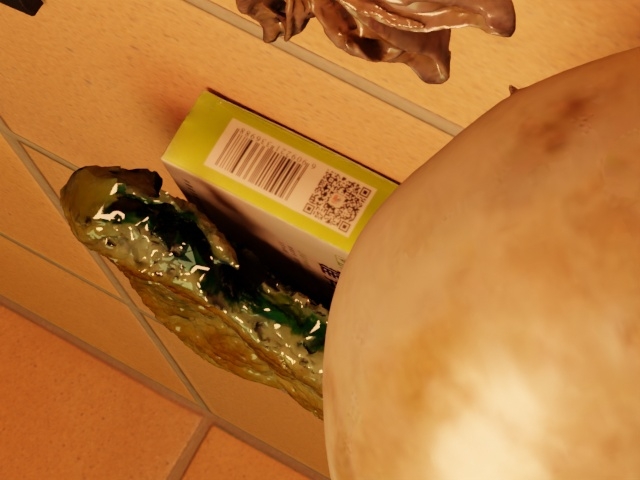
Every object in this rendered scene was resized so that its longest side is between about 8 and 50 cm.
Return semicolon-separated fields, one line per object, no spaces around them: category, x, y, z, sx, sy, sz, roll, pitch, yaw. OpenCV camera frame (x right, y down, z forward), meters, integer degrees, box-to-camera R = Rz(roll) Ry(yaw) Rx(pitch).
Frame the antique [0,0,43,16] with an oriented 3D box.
antique;-0.271;-0.196;1.370;0.192;0.015;0.031;25;168;28

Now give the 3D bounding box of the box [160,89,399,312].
box;0.000;-0.001;1.404;0.175;0.062;0.260;27;167;16

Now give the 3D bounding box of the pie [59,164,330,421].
pie;-0.023;0.065;1.400;0.371;0.078;0.296;32;168;-1

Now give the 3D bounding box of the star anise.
star anise;0.007;-0.135;0.847;0.171;0.063;0.208;15;158;39

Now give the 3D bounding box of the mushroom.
mushroom;0.153;0.049;0.818;0.297;0.297;0.290;32;-158;-8
